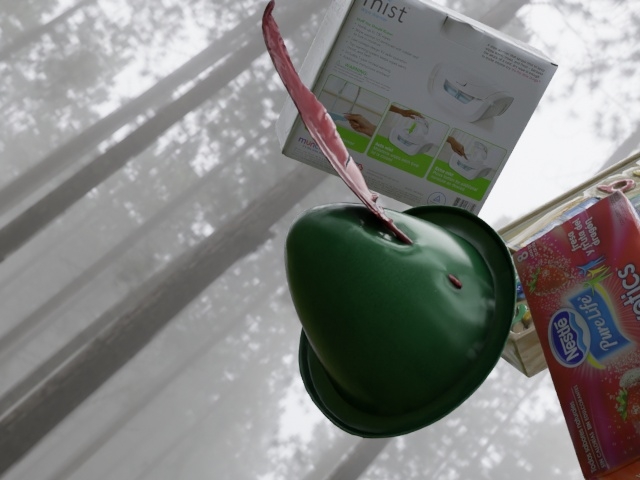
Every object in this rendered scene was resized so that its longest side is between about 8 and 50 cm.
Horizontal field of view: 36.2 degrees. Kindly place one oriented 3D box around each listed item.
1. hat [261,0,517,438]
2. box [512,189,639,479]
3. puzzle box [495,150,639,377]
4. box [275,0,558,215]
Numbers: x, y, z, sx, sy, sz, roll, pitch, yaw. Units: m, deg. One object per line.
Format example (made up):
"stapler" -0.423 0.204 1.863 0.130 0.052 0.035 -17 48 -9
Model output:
"hat" 0.000 0.000 0.625 0.183 0.173 0.208 41 8 -38
"box" 0.273 0.099 0.841 0.123 0.256 0.128 -35 -52 24
"puzzle box" 0.345 -0.002 1.169 0.052 0.409 0.272 65 -10 -19
"box" 0.111 -0.173 1.193 0.262 0.231 0.127 20 18 -16
